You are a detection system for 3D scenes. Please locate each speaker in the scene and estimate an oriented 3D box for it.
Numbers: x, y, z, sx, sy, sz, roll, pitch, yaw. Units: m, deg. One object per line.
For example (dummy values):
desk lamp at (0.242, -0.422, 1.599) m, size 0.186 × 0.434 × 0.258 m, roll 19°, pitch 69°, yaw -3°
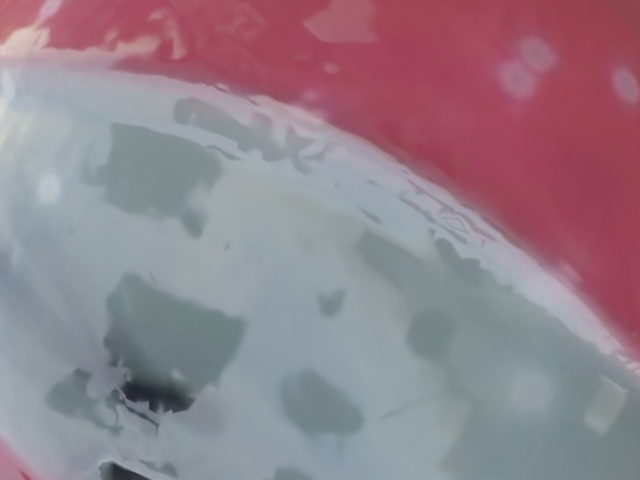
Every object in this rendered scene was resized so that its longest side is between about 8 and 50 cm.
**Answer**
speaker at (0.000, 0.000, 0.573) m, size 0.294 × 0.294 × 0.294 m, roll 50°, pitch 166°, yaw 17°
